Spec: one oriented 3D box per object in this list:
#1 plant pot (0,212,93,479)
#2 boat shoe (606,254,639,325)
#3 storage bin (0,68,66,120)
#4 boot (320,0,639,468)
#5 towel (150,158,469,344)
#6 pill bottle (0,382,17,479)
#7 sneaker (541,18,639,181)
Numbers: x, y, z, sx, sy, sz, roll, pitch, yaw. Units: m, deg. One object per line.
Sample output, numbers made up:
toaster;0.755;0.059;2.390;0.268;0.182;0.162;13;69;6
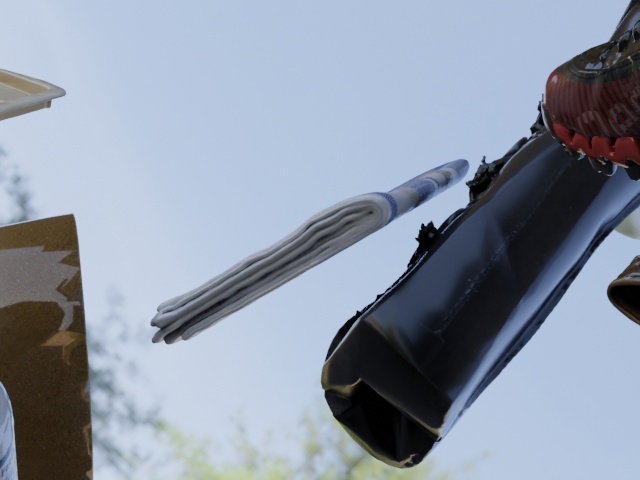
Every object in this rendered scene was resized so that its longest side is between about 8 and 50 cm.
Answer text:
plant pot;-0.306;0.102;1.324;0.237;0.254;0.237;178;-90;-80
boat shoe;0.238;0.056;1.004;0.183;0.066;0.066;29;-43;54
storage bin;-0.274;0.037;1.046;0.123;0.260;0.262;17;-71;19
boot;0.179;0.018;1.445;0.146;0.445;0.367;30;-25;18
towel;0.000;0.000;1.362;0.034;0.209;0.285;61;19;0
pill bottle;-0.134;0.078;0.577;0.067;0.067;0.120;31;-46;34
sneaker;0.213;-0.104;0.952;0.276;0.098;0.135;6;-55;58
